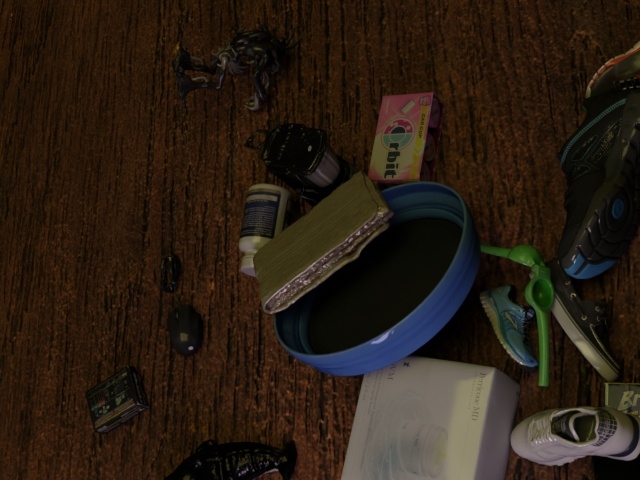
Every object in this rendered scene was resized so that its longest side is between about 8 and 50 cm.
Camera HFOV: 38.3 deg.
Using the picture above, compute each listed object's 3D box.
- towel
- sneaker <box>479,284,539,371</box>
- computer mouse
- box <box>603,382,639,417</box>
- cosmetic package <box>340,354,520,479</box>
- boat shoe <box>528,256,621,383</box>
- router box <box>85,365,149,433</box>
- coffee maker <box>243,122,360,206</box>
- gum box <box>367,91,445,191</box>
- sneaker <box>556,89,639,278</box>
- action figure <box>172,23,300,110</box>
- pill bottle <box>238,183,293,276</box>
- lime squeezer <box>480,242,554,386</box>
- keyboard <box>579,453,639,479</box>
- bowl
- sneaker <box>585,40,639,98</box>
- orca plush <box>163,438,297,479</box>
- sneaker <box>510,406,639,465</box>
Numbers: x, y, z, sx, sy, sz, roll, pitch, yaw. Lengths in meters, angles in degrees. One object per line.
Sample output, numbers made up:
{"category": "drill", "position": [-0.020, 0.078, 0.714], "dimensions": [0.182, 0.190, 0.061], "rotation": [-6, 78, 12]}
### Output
{"category": "towel", "position": [0.000, 0.000, 1.645], "dimensions": [0.282, 0.049, 0.187], "rotation": [-37, 27, 9]}
{"category": "sneaker", "position": [0.320, 0.138, 1.507], "dimensions": [0.073, 0.063, 0.162], "rotation": [-30, 58, 13]}
{"category": "computer mouse", "position": [-0.294, 0.126, 1.886], "dimensions": [0.071, 0.041, 0.242], "rotation": [-32, 57, 16]}
{"category": "box", "position": [0.506, 0.244, 1.357], "dimensions": [0.168, 0.054, 0.059], "rotation": [-3, 69, 29]}
{"category": "cosmetic package", "position": [0.178, 0.309, 1.473], "dimensions": [0.224, 0.138, 0.224], "rotation": [4, 72, 30]}
{"category": "boat shoe", "position": [0.417, 0.116, 1.455], "dimensions": [0.076, 0.080, 0.229], "rotation": [-38, 48, 14]}
{"category": "router box", "position": [-0.414, 0.324, 1.874], "dimensions": [0.122, 0.038, 0.092], "rotation": [-32, 57, 16]}
{"category": "coffee maker", "position": [-0.022, -0.145, 1.754], "dimensions": [0.171, 0.178, 0.120], "rotation": [39, 90, 35]}
{"category": "gum box", "position": [0.161, -0.179, 1.732], "dimensions": [0.107, 0.062, 0.189], "rotation": [1, 71, 31]}
{"category": "sneaker", "position": [0.452, -0.093, 1.505], "dimensions": [0.139, 0.125, 0.341], "rotation": [11, 68, 45]}
{"category": "action figure", "position": [-0.174, -0.371, 1.970], "dimensions": [0.275, 0.141, 0.164], "rotation": [-15, 51, -5]}
{"category": "pill bottle", "position": [-0.109, -0.017, 1.804], "dimensions": [0.094, 0.094, 0.170], "rotation": [-3, 69, 30]}
{"category": "lime squeezer", "position": [0.319, 0.076, 1.464], "dimensions": [0.110, 0.059, 0.310], "rotation": [-39, 47, 20]}
{"category": "keyboard", "position": [0.431, 0.378, 1.367], "dimensions": [0.100, 0.038, 0.192], "rotation": [-2, 66, 5]}
{"category": "bowl", "position": [0.096, 0.064, 1.567], "dimensions": [0.391, 0.077, 0.391], "rotation": [-30, 31, 20]}
{"category": "sneaker", "position": [0.525, -0.282, 1.565], "dimensions": [0.158, 0.061, 0.065], "rotation": [-39, 62, 12]}
{"category": "orca plush", "position": [-0.186, 0.425, 1.658], "dimensions": [0.287, 0.102, 0.151], "rotation": [-9, 66, 27]}
{"category": "sneaker", "position": [0.358, 0.280, 1.365], "dimensions": [0.235, 0.094, 0.090], "rotation": [-26, 53, 52]}
